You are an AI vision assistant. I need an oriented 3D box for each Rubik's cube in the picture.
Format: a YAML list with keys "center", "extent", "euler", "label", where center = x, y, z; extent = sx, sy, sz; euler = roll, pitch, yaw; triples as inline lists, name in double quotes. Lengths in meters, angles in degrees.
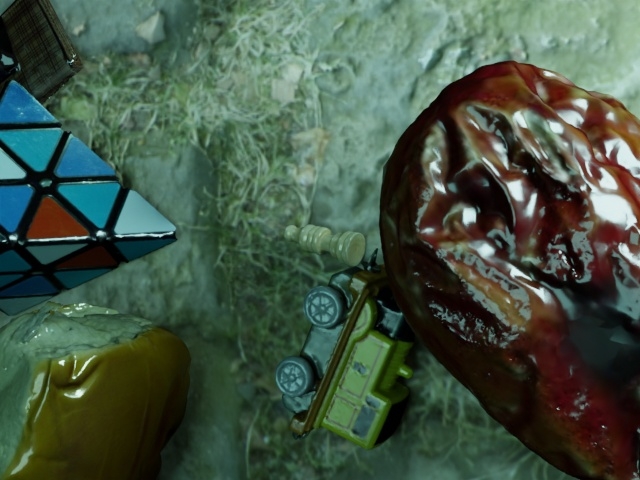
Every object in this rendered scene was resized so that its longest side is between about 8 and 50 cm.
- center: [-0.356, 0.027, 1.727]
  extent: [0.284, 0.250, 0.234]
  euler: [38, 136, 12]
  label: "Rubik's cube"

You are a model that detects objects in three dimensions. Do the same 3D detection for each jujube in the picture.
- center: [0.216, 0.031, 1.305]
  extent: [0.377, 0.276, 0.276]
  euler: [48, 115, 18]
  label: "jujube"

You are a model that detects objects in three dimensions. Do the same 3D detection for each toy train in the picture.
- center: [0.036, 0.116, 1.526]
  extent: [0.127, 0.089, 0.219]
  euler: [27, 106, 18]
  label: "toy train"

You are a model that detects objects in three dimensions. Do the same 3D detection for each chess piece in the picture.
- center: [0.000, 0.000, 1.575]
  extent: [0.092, 0.035, 0.035]
  euler: [15, 100, 35]
  label: "chess piece"

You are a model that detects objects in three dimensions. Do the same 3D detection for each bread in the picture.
- center: [-0.286, 0.192, 1.638]
  extent: [0.225, 0.250, 0.279]
  euler: [34, 107, 31]
  label: "bread"

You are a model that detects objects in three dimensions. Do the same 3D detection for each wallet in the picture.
- center: [-0.383, -0.188, 1.809]
  extent: [0.230, 0.042, 0.124]
  euler: [-38, 75, 30]
  label: "wallet"
